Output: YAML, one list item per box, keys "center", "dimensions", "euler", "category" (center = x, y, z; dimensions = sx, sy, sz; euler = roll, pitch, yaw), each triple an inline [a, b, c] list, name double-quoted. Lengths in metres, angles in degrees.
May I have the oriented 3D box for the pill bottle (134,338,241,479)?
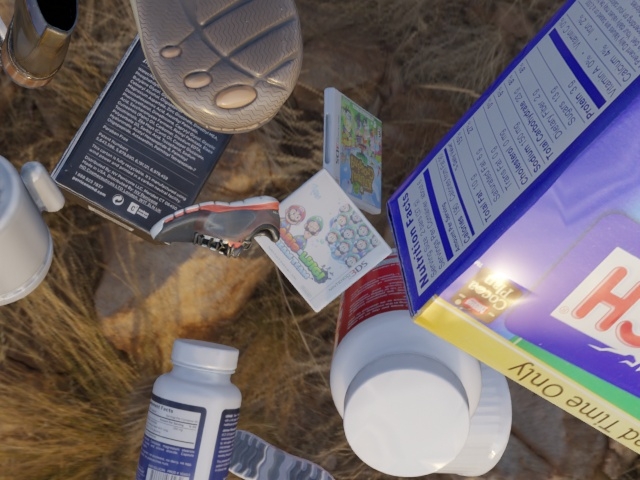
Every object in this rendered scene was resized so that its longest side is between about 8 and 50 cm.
- center: [-0.134, 0.192, 0.856]
  dimensions: [0.094, 0.094, 0.169]
  euler: [10, 86, 8]
  category: "pill bottle"

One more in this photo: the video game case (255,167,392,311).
- center: [0.000, 0.000, 1.176]
  dimensions: [0.143, 0.019, 0.157]
  euler: [-39, 95, 4]
  category: "video game case"

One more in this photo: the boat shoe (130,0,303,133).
- center: [-0.108, -0.242, 0.599]
  dimensions: [0.132, 0.130, 0.355]
  euler: [-10, 85, -11]
  category: "boat shoe"

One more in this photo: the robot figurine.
- center: [-0.568, -0.017, 1.366]
  dimensions: [0.300, 0.353, 0.200]
  euler: [-34, 67, -19]
  category: "robot figurine"

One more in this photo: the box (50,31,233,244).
- center: [-0.385, -0.256, 1.944]
  dimensions: [0.297, 0.480, 0.472]
  euler: [29, 83, -13]
  category: "box"

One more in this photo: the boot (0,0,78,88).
- center: [-0.265, -0.270, 0.820]
  dimensions: [0.082, 0.106, 0.219]
  euler: [8, 74, -34]
  category: "boot"

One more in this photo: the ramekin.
- center: [0.250, 0.345, 1.680]
  dimensions: [0.135, 0.277, 0.277]
  euler: [5, 73, -28]
  category: "ramekin"

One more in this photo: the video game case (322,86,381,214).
- center: [0.064, -0.164, 1.545]
  dimensions: [0.023, 0.212, 0.193]
  euler: [-4, 78, 28]
  category: "video game case"

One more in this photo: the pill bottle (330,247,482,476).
- center: [0.133, 0.181, 1.295]
  dimensions: [0.229, 0.408, 0.229]
  euler: [2, 110, 5]
  category: "pill bottle"

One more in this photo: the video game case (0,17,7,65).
- center: [-0.726, -0.455, 1.735]
  dimensions: [0.173, 0.190, 0.022]
  euler: [15, 52, 31]
  category: "video game case"

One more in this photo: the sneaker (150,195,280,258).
- center: [-0.116, -0.010, 0.951]
  dimensions: [0.158, 0.061, 0.065]
  euler: [-11, 81, -18]
  category: "sneaker"

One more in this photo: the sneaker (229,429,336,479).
- center: [-0.050, 0.436, 1.485]
  dimensions: [0.281, 0.115, 0.105]
  euler: [32, 80, 21]
  category: "sneaker"

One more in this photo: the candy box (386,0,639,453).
- center: [0.235, -0.032, 0.420]
  dimensions: [0.268, 0.122, 0.317]
  euler: [30, 121, -20]
  category: "candy box"
